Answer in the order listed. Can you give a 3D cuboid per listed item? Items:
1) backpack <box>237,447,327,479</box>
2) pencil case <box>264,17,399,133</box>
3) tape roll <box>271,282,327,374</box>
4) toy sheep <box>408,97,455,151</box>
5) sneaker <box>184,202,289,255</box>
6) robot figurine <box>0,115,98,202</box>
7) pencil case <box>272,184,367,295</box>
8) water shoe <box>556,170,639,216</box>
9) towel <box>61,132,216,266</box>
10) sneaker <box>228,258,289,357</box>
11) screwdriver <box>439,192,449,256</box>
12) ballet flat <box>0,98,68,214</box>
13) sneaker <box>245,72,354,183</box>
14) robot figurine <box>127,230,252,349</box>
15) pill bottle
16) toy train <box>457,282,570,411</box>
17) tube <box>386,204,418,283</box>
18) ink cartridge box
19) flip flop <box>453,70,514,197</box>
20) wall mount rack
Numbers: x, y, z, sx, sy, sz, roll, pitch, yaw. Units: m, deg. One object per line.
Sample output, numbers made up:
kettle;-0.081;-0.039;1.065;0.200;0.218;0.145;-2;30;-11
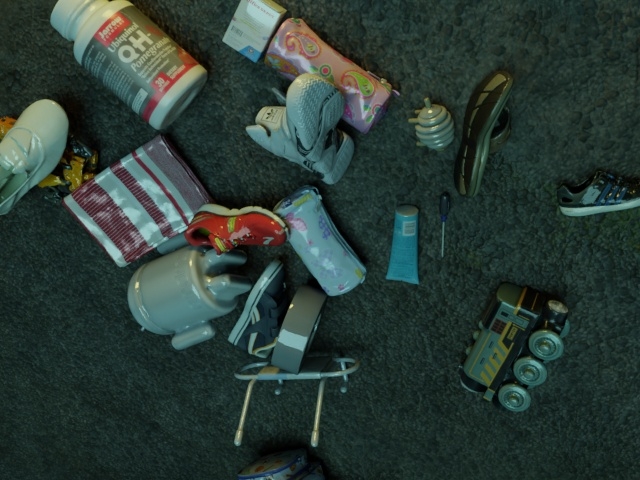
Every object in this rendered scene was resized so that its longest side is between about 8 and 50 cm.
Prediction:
backpack;-0.127;0.738;1.927;0.277;0.263;0.213;-26;91;27
pencil case;0.021;-0.345;1.393;0.284;0.124;0.124;35;121;-3
tape roll;-0.050;0.220;1.652;0.072;0.219;0.219;20;121;5
toy sheep;0.238;-0.242;1.398;0.091;0.091;0.132;-12;131;22
sneaker;-0.200;-0.010;1.561;0.279;0.118;0.107;4;134;31
robot figurine;-0.692;-0.207;1.699;0.291;0.085;0.211;20;121;7
pencil case;0.000;0.000;1.583;0.124;0.113;0.273;-29;106;12
water shoe;0.594;-0.105;1.369;0.203;0.073;0.080;-14;110;22
towel;-0.453;-0.090;1.663;0.329;0.037;0.237;-29;113;15
sneaker;-0.130;0.182;1.714;0.128;0.126;0.321;32;133;4
screwdriver;0.284;-0.031;1.531;0.024;0.025;0.169;5;118;14
ballet flat;-0.746;-0.176;1.606;0.139;0.139;0.400;46;120;-9
sneaker;-0.059;-0.246;1.366;0.210;0.366;0.137;28;81;18
robot figurine;-0.348;0.122;1.702;0.354;0.200;0.299;-23;68;25
pill bottle;-0.421;-0.409;1.455;0.318;0.176;0.176;41;121;-7
toy train;0.454;0.257;1.577;0.190;0.142;0.333;28;124;16
tube;0.199;0.016;1.571;0.080;0.052;0.207;11;125;17
ink cartridge box;-0.140;-0.459;1.416;0.089;0.052;0.122;33;123;-3
flip flop;0.349;-0.215;1.376;0.080;0.112;0.276;1;118;-13
wall mount rack;-0.071;0.396;1.701;0.350;0.304;0.130;-7;100;20
